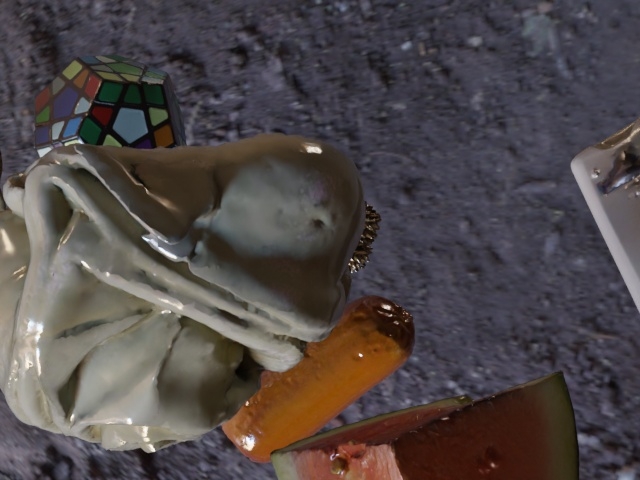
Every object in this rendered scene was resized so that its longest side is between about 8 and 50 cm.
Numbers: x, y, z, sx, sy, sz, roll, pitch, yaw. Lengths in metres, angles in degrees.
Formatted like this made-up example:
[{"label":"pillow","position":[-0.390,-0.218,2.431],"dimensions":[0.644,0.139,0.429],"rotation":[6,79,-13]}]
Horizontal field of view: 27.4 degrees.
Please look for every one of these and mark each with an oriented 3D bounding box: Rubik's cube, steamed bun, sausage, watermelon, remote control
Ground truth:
[{"label":"Rubik's cube","position":[-0.169,-0.088,1.065],"dimensions":[0.112,0.133,0.133],"rotation":[33,78,-45]},{"label":"steamed bun","position":[-0.085,0.038,0.685],"dimensions":[0.218,0.211,0.144],"rotation":[-2,73,-19]},{"label":"sausage","position":[-0.001,0.120,1.156],"dimensions":[0.197,0.076,0.076],"rotation":[-39,108,14]},{"label":"watermelon","position":[0.058,0.159,0.813],"dimensions":[0.137,0.145,0.193],"rotation":[37,60,-21]},{"label":"remote control","position":[0.313,0.035,1.120],"dimensions":[0.055,0.109,0.313],"rotation":[13,50,-54]}]

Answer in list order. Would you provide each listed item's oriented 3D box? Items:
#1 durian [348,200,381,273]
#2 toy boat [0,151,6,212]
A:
[{"label":"durian","position":[-0.002,0.001,1.095],"dimensions":[0.140,0.110,0.071],"rotation":[19,75,-56]},{"label":"toy boat","position":[-0.337,0.004,0.776],"dimensions":[0.321,0.089,0.121],"rotation":[-22,137,8]}]
